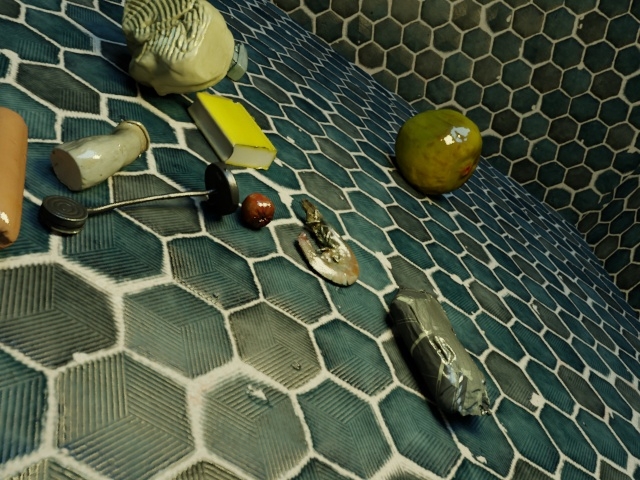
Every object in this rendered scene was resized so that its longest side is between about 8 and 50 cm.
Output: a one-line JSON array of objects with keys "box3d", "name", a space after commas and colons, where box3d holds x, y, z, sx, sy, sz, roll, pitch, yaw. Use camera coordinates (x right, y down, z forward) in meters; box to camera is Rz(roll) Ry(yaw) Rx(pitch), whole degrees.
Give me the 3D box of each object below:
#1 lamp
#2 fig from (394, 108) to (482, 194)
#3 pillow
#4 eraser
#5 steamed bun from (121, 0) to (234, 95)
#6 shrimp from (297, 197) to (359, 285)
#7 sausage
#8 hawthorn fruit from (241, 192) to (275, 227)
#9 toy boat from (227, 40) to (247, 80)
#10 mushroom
[{"box3d": [-0.294, -0.094, 0.882, 0.371, 0.109, 0.130, -2, 44, -50], "name": "lamp"}, {"box3d": [0.444, -0.355, 1.943, 0.343, 0.343, 0.343, 29, 29, -18], "name": "fig"}, {"box3d": [0.245, 0.220, 1.066, 0.161, 0.092, 0.335, 21, 31, -39], "name": "pillow"}, {"box3d": [-0.225, -0.282, 1.291, 0.158, 0.069, 0.226, -3, 49, -48], "name": "eraser"}, {"box3d": [-0.356, -0.486, 1.264, 0.289, 0.276, 0.203, 13, -18, 23], "name": "steamed bun"}, {"box3d": [0.001, -0.001, 1.155, 0.143, 0.052, 0.251, -1, 48, -47], "name": "shrimp"}, {"box3d": [-0.467, -0.097, 0.711, 0.086, 0.086, 0.289, 14, 37, -38], "name": "sausage"}, {"box3d": [-0.136, -0.065, 1.072, 0.077, 0.077, 0.077, 29, 29, -18], "name": "hawthorn fruit"}, {"box3d": [-0.294, -0.631, 1.722, 0.085, 0.078, 0.261, 39, 26, -32], "name": "toy boat"}, {"box3d": [-0.382, -0.162, 0.911, 0.223, 0.092, 0.081, -61, 141, -59], "name": "mushroom"}]
